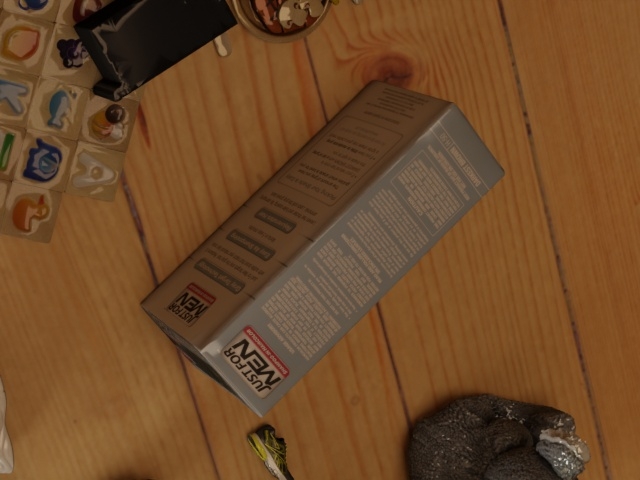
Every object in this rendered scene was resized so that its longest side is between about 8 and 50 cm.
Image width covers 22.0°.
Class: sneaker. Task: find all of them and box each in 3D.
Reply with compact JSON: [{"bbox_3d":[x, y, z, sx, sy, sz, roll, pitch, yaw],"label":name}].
[{"bbox_3d":[-0.361,0.181,1.727,0.061,0.054,0.152,-10,107,-20],"label":"sneaker"},{"bbox_3d":[-0.049,0.249,1.903,0.035,0.031,0.083,-39,115,-13],"label":"sneaker"}]

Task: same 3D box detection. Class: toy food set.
[{"bbox_3d":[-0.039,-0.279,1.780,0.192,0.038,0.132,-25,112,-18],"label":"toy food set"}]

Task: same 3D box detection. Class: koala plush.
[{"bbox_3d":[0.228,0.289,1.938,0.203,0.221,0.196,22,92,-28],"label":"koala plush"}]

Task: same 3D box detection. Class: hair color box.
[{"bbox_3d":[0.000,0.000,1.782,0.374,0.185,0.113,-44,117,-10],"label":"hair color box"}]

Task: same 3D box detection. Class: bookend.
[{"bbox_3d":[-0.194,-0.250,1.682,0.157,0.072,0.156,-36,114,-15],"label":"bookend"}]

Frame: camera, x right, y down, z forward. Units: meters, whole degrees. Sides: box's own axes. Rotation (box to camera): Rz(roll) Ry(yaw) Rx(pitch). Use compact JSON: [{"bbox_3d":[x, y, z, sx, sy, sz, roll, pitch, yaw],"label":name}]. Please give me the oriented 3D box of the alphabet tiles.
[{"bbox_3d":[-0.348,-0.155,1.679,0.343,0.011,0.285,13,96,-27],"label":"alphabet tiles"}]
